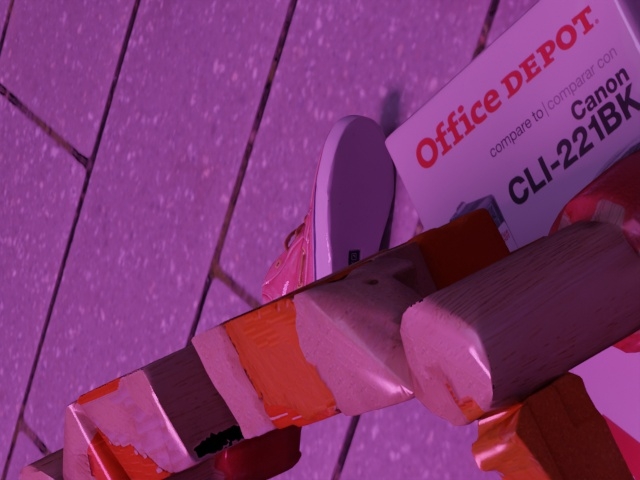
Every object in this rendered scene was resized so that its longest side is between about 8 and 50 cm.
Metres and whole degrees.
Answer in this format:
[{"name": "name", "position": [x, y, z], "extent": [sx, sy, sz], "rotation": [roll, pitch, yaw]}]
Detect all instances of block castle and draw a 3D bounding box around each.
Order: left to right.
[{"name": "block castle", "position": [0.068, 0.153, 0.981], "extent": [0.453, 0.213, 0.303], "rotation": [-27, 88, 54]}]

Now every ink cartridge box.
[{"name": "ink cartridge box", "position": [0.177, 0.005, 1.071], "extent": [0.197, 0.114, 0.273], "rotation": [-41, 64, 43]}]

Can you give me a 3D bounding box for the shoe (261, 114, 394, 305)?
[{"name": "shoe", "position": [0.000, 0.000, 1.394], "extent": [0.081, 0.063, 0.178], "rotation": [6, 95, 49]}]
